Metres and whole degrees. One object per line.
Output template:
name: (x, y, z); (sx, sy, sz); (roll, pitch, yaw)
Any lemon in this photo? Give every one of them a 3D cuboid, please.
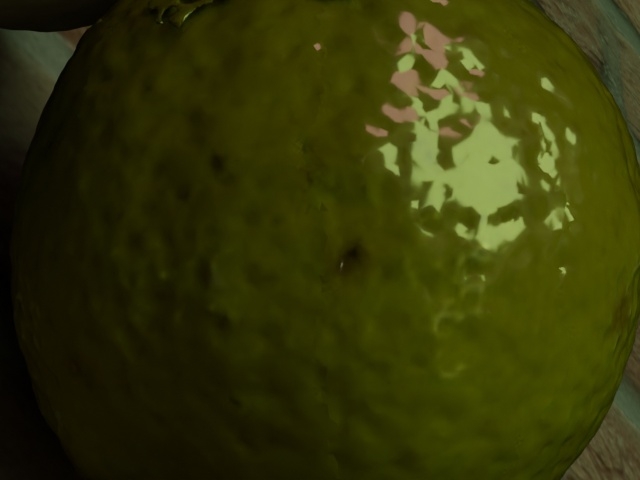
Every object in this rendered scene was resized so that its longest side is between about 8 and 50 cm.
lemon: (0.004, 0.017, 0.921); (0.350, 0.350, 0.387); (18, 68, -54)

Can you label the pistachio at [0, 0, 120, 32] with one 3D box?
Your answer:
pistachio: (-0.182, -0.221, 0.901); (0.309, 0.230, 0.230); (55, 14, -79)
